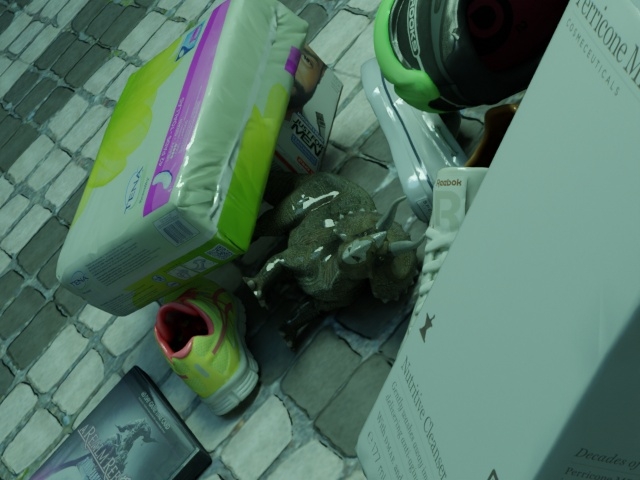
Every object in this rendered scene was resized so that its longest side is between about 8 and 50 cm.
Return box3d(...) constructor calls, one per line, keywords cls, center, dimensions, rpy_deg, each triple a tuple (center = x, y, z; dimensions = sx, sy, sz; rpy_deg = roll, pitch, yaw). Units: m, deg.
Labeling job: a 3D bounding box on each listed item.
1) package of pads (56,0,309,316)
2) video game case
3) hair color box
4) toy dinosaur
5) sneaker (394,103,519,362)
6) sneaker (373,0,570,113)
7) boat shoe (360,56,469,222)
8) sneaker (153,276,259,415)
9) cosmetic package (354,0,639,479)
box3d(cls="package of pads", center=(-0.140, -0.086, 1.352), dimensions=(0.229, 0.101, 0.296), rpy_deg=(-28, 37, 44))
box3d(cls="video game case", center=(-0.237, 0.264, 1.310), dimensions=(0.274, 0.026, 0.196), rpy_deg=(-48, 32, -3))
box3d(cls="hair color box", center=(-0.036, -0.136, 1.467), dimensions=(0.053, 0.093, 0.167), rpy_deg=(-21, 39, 34))
box3d(cls="toy dinosaur", center=(0.000, 0.000, 1.281), dimensions=(0.160, 0.121, 0.313), rpy_deg=(-31, 26, 0))
box3d(cls="sneaker", center=(0.111, 0.015, 1.098), dimensions=(0.106, 0.123, 0.290), rpy_deg=(-1, 54, 47))
box3d(cls="sneaker", center=(0.265, -0.274, 1.165), dimensions=(0.483, 0.185, 0.202), rpy_deg=(-45, 23, 0))
box3d(cls="boat shoe", center=(0.101, -0.107, 1.304), dimensions=(0.076, 0.083, 0.226), rpy_deg=(-26, 47, 9))
box3d(cls="sneaker", center=(-0.124, 0.080, 1.321), dimensions=(0.081, 0.094, 0.208), rpy_deg=(-45, 30, 4))
box3d(cls="cosmetic package", center=(0.171, 0.058, 0.787), dimensions=(0.217, 0.156, 0.385), rpy_deg=(-108, 34, -56))
